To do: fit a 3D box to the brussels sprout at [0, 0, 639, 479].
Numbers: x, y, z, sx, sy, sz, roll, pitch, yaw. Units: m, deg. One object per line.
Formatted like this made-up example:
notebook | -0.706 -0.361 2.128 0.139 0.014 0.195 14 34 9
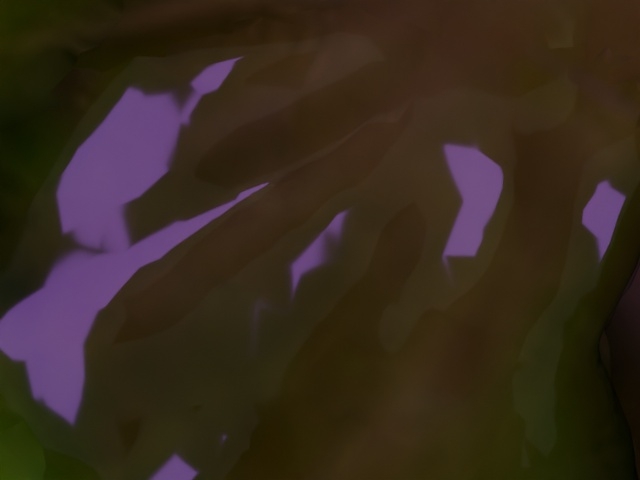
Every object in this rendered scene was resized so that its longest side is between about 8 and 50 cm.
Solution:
brussels sprout | 0.000 0.000 0.453 0.314 0.276 0.371 10 110 5
